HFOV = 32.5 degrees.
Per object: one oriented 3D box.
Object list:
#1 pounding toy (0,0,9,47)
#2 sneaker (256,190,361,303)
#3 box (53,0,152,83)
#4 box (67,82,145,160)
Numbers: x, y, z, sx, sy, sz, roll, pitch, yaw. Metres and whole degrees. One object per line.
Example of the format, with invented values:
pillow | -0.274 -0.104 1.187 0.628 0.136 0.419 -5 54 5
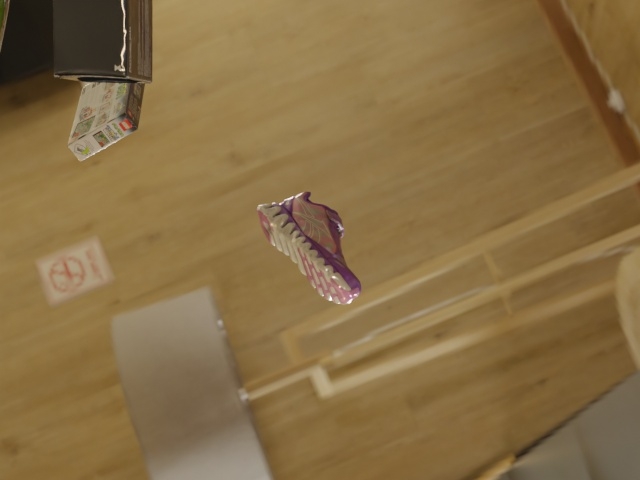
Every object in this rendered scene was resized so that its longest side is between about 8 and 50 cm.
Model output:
pounding toy | -0.501 -0.244 1.497 0.237 0.110 0.183 142 136 -61
sneaker | 0.000 0.000 1.694 0.236 0.104 0.095 46 159 38
box | -0.284 -0.342 1.447 0.184 0.103 0.261 -103 14 -84
box | -0.348 -0.218 1.803 0.036 0.114 0.207 55 -164 -31
